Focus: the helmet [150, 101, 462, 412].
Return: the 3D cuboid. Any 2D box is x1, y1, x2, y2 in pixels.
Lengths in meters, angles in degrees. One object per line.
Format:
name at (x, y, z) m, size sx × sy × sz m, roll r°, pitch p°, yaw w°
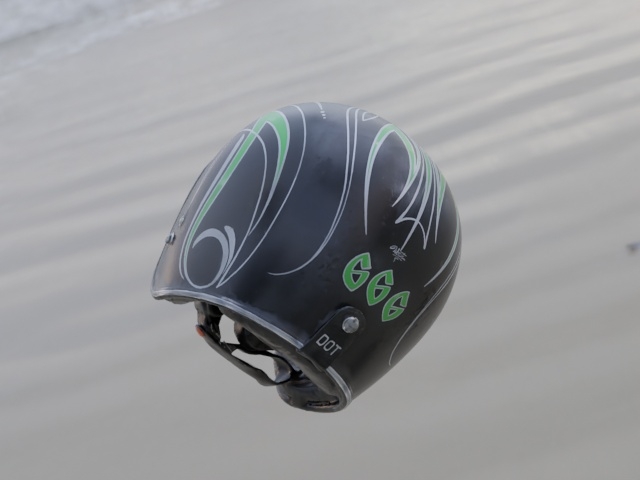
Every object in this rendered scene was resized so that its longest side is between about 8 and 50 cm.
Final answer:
helmet at (0.000, 0.000, 0.747) m, size 0.169 × 0.169 × 0.161 m, roll 7°, pitch 58°, yaw 49°
